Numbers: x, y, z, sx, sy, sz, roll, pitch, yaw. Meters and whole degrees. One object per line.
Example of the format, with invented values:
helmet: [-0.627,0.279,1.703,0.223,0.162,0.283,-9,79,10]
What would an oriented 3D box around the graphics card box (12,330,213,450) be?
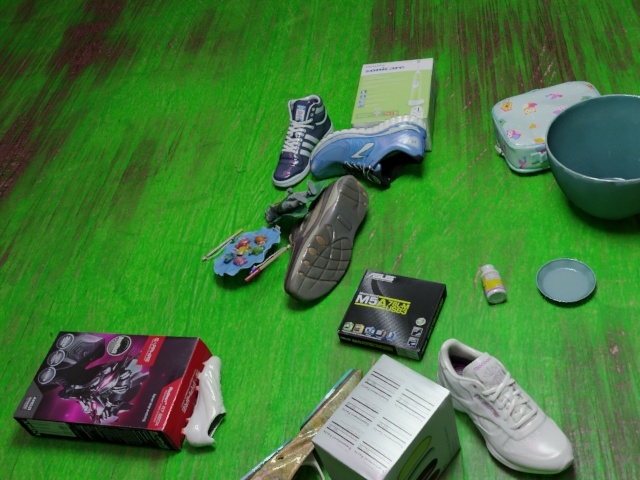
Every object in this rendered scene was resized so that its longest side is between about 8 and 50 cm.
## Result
graphics card box: [-0.444,0.317,1.534,0.371,0.094,0.232,0,47,19]

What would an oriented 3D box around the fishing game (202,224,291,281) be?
fishing game: [-0.182,0.017,1.728,0.189,0.041,0.264,-38,27,-17]

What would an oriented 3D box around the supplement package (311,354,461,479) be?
supplement package: [0.122,0.355,1.240,0.149,0.194,0.203,25,59,36]

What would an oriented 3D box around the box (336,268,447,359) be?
box: [0.156,0.156,1.531,0.191,0.045,0.184,10,53,26]

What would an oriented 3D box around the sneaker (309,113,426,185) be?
sneaker: [0.117,-0.212,1.834,0.330,0.130,0.147,-14,64,28]

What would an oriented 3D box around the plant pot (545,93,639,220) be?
plant pot: [0.650,-0.159,1.570,0.290,0.195,0.290,-9,45,9]

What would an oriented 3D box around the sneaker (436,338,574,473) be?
sneaker: [0.315,0.294,1.269,0.114,0.152,0.305,-35,48,-20]

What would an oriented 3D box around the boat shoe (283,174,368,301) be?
boat shoe: [0.000,0.000,1.699,0.130,0.132,0.355,-10,41,46]

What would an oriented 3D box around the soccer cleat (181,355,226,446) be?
soccer cleat: [-0.226,0.334,1.471,0.076,0.068,0.196,3,55,14]

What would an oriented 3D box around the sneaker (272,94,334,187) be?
sneaker: [-0.063,-0.285,1.954,0.099,0.153,0.282,13,52,29]

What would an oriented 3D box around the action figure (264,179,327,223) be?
action figure: [-0.084,-0.087,1.764,0.137,0.063,0.232,-45,11,-30]

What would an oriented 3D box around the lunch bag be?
lunch bag: [0.576,-0.278,1.775,0.279,0.107,0.224,-15,47,5]

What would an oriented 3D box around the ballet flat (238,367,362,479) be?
ballet flat: [-0.014,0.392,1.321,0.348,0.123,0.123,-41,49,-23]

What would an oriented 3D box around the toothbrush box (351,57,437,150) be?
toothbrush box: [0.211,-0.375,1.977,0.206,0.122,0.283,-3,47,15]

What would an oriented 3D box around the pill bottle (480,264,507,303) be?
pill bottle: [0.370,0.092,1.524,0.043,0.043,0.083,-12,44,6]

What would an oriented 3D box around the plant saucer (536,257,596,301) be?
plant saucer: [0.518,0.089,1.496,0.119,0.021,0.119,-9,46,9]
